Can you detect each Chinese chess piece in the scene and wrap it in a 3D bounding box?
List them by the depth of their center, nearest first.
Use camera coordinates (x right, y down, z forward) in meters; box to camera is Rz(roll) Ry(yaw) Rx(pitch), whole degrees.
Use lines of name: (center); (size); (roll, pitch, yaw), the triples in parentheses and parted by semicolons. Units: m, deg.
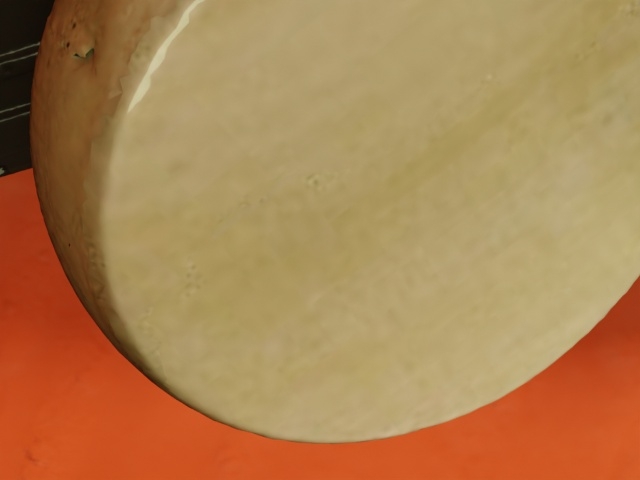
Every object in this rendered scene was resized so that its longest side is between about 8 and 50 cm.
Chinese chess piece: (0.020, -0.043, 0.486); (0.250, 0.101, 0.250); (-11, 125, -17)

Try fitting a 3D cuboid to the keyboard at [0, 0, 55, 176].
keyboard: (-0.236, -0.029, 0.510); (0.381, 0.041, 0.103); (-19, 127, -1)
